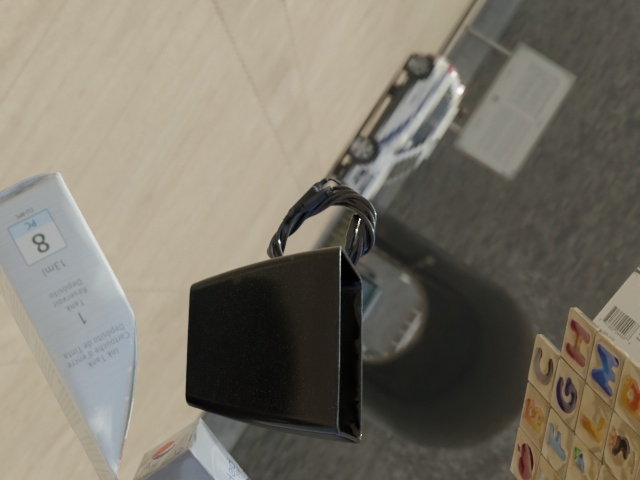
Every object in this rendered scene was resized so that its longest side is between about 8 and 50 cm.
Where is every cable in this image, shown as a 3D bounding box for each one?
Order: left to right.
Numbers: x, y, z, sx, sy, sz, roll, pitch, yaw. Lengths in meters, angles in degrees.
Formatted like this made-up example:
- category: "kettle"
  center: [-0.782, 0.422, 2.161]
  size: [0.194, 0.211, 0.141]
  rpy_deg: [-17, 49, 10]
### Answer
- category: "cable"
  center: [0.000, 0.000, 1.706]
  size: [0.184, 0.150, 0.047]
  rpy_deg: [-46, 150, -2]

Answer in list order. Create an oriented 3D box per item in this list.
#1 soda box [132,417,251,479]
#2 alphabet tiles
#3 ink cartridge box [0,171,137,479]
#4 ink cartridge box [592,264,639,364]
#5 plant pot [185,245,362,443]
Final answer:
- category: "soda box"
  center: [-0.110, 0.371, 1.422]
  size: [0.098, 0.286, 0.091]
  rpy_deg: [-34, -168, 13]
- category: "alphabet tiles"
  center: [0.270, 0.241, 1.096]
  size: [0.342, 0.011, 0.285]
  rpy_deg: [-125, -142, -64]
- category: "ink cartridge box"
  center: [-0.196, 0.147, 1.065]
  size: [0.091, 0.385, 0.308]
  rpy_deg: [-30, 178, -17]
- category: "ink cartridge box"
  center: [0.510, 0.122, 1.561]
  size: [0.273, 0.114, 0.197]
  rpy_deg: [-52, -143, 7]
- category: "plant pot"
  center: [-0.047, 0.117, 1.198]
  size: [0.188, 0.167, 0.187]
  rpy_deg: [58, 31, -75]
